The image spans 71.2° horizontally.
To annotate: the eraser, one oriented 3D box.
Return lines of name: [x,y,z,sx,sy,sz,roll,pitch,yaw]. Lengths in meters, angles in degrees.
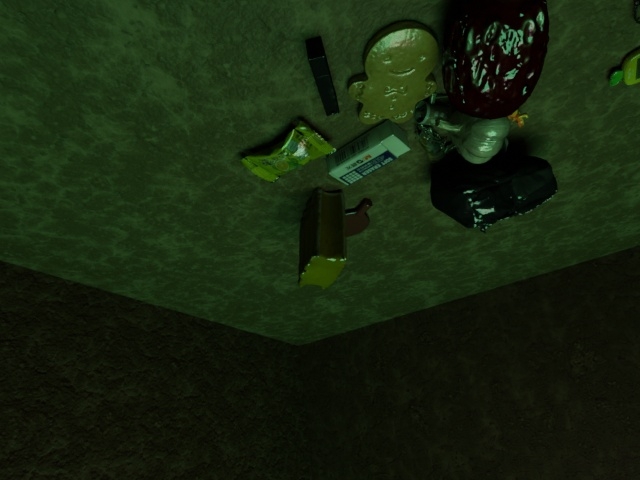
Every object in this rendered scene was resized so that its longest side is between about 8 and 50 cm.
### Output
eraser: [0.165,-0.305,1.582,0.279,0.081,0.124,-27,147,32]

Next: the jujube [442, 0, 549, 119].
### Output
jujube: [0.444,-0.480,1.157,0.259,0.258,0.376,-12,156,8]

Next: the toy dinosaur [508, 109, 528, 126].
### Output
toy dinosaur: [0.586,-0.441,1.460,0.117,0.070,0.288,-28,141,34]

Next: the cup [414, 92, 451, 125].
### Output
cup: [0.367,-0.423,1.448,0.099,0.102,0.074,3,-171,-23]

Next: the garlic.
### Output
garlic: [0.453,-0.349,1.391,0.212,0.218,0.218,0,151,-10]

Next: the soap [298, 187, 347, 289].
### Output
soap: [0.000,0.000,1.830,0.156,0.335,0.293,7,146,-11]

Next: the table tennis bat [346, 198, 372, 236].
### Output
table tennis bat: [0.140,-0.090,2.022,0.200,0.038,0.310,7,149,-26]

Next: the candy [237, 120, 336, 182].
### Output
candy: [-0.117,-0.290,1.538,0.297,0.081,0.187,-25,146,29]

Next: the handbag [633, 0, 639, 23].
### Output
handbag: [0.891,-0.632,1.193,0.115,0.072,0.139,-13,165,6]

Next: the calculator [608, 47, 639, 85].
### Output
calculator: [1.022,-0.558,1.389,0.235,0.032,0.146,-22,149,22]

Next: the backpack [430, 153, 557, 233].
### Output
backpack: [0.654,-0.197,1.678,0.446,0.363,0.254,-16,116,-6]

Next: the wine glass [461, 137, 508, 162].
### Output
wine glass: [0.596,-0.334,1.626,0.156,0.072,0.072,-15,153,-11]

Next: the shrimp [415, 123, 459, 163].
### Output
shrimp: [0.437,-0.364,1.584,0.169,0.058,0.296,-29,149,20]

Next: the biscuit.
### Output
biscuit: [0.221,-0.474,1.318,0.275,0.052,0.355,-3,152,-10]

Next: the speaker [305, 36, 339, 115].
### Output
speaker: [0.009,-0.456,1.261,0.044,0.082,0.218,-13,151,8]
